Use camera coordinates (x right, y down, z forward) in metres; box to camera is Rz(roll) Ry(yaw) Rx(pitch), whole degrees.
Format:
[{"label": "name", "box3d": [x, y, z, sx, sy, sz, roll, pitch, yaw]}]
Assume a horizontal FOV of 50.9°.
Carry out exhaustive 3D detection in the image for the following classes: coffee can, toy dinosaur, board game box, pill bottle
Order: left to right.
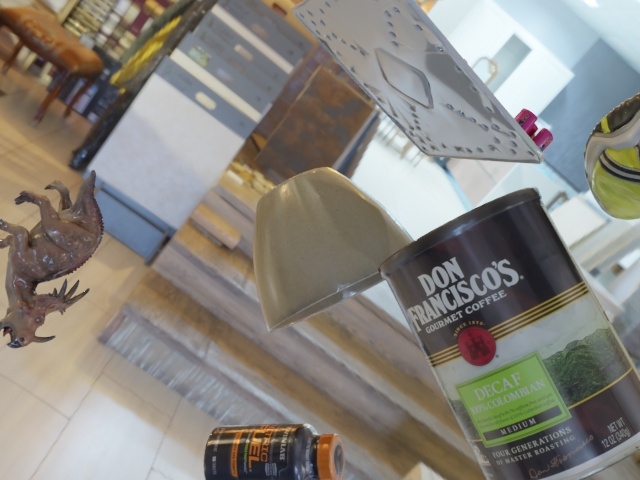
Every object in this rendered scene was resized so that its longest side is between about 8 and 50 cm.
[{"label": "toy dinosaur", "box3d": [-0.445, 0.021, 1.139, 0.200, 0.295, 0.127, 46, -2, -6]}, {"label": "pill bottle", "box3d": [-0.081, 0.405, 1.242, 0.130, 0.245, 0.131, -7, 90, -73]}, {"label": "board game box", "box3d": [0.154, -0.284, 1.115, 0.390, 0.050, 0.390, 44, -6, -19]}, {"label": "coffee can", "box3d": [0.215, 0.108, 0.746, 0.276, 0.201, 0.201, 63, 21, 11]}]

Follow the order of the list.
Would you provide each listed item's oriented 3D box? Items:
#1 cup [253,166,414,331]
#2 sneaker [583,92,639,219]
[{"label": "cup", "box3d": [0.000, 0.000, 1.301, 0.237, 0.331, 0.331, 64, 20, 8]}, {"label": "sneaker", "box3d": [0.354, -0.073, 0.586, 0.385, 0.145, 0.147, 101, -19, -75]}]
